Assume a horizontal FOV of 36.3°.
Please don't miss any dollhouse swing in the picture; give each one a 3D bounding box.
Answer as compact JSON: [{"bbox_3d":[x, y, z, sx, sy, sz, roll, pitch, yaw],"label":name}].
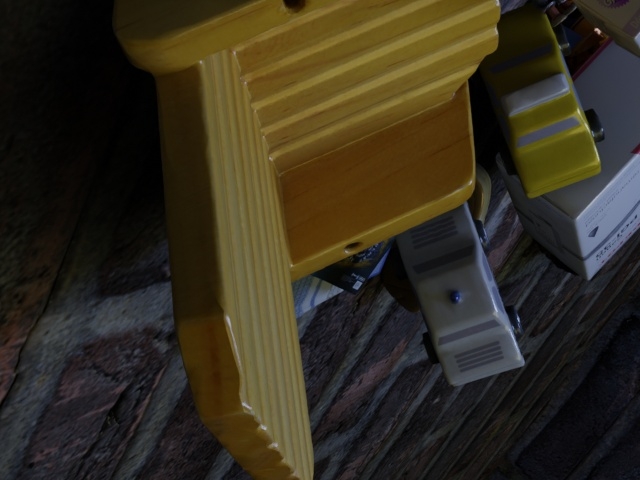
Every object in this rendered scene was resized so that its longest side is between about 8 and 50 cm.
[{"bbox_3d":[0.041,-0.042,0.660,0.315,0.305,0.347,-24,152,-4],"label":"dollhouse swing"}]

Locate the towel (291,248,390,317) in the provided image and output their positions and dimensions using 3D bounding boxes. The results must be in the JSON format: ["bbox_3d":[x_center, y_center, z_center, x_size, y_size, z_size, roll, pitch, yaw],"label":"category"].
[{"bbox_3d":[0.000,0.000,1.035,0.285,0.034,0.209,-24,145,-45],"label":"towel"}]

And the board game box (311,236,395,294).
[{"bbox_3d":[0.033,-0.014,1.000,0.126,0.026,0.186,-54,156,3],"label":"board game box"}]

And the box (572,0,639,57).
[{"bbox_3d":[0.309,-0.280,0.689,0.324,0.063,0.067,-52,154,12],"label":"box"}]

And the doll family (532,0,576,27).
[{"bbox_3d":[0.249,-0.299,0.921,0.193,0.111,0.076,-42,-175,-18],"label":"doll family"}]

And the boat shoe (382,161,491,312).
[{"bbox_3d":[0.152,-0.018,1.190,0.096,0.098,0.277,-34,162,-29],"label":"boat shoe"}]

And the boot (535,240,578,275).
[{"bbox_3d":[0.474,-0.093,1.554,0.260,0.131,0.348,-42,156,-11],"label":"boot"}]

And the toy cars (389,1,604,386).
[{"bbox_3d":[0.171,-0.043,0.960,0.087,0.177,0.393,-12,123,-79],"label":"toy cars"}]

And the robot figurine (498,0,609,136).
[{"bbox_3d":[0.333,-0.237,1.159,0.291,0.085,0.211,-41,156,-14],"label":"robot figurine"}]

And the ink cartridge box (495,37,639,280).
[{"bbox_3d":[0.330,-0.090,1.133,0.207,0.117,0.283,-47,156,1],"label":"ink cartridge box"}]
